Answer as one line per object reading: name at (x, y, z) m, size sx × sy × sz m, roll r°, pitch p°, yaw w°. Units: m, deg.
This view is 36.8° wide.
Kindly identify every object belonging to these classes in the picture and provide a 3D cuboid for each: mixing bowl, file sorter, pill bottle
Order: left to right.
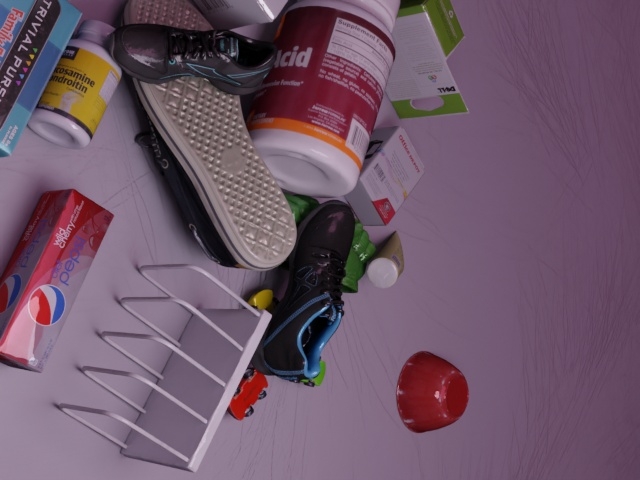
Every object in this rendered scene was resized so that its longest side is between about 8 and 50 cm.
pill bottle at (-0.364, -0.238, 1.456) m, size 0.103 × 0.103 × 0.184 m, roll 37°, pitch 64°, yaw -40°
file sorter at (-0.247, 0.190, 1.516) m, size 0.173 × 0.193 × 0.277 m, roll 44°, pitch 60°, yaw -33°
pill bottle at (0.008, -0.297, 1.755) m, size 0.224 × 0.224 × 0.392 m, roll 33°, pitch 66°, yaw -41°
mixing bowl at (0.260, 0.335, 2.105) m, size 0.181 × 0.098 × 0.181 m, roll 1°, pitch 88°, yaw -47°

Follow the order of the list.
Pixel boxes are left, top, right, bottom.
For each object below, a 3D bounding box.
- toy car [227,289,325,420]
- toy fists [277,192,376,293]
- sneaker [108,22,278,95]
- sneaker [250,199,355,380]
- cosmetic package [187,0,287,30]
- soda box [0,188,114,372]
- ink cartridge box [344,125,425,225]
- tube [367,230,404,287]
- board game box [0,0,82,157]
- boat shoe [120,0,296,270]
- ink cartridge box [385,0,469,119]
toy car at (-0.081, 0.226, 1.783) m, size 0.225 × 0.053 × 0.239 m, roll 25°, pitch 73°, yaw -44°
toy fists at (0.000, 0.000, 1.839) m, size 0.279 × 0.096 × 0.142 m, roll 24°, pitch 72°, yaw -42°
sneaker at (-0.190, -0.295, 1.481) m, size 0.267 × 0.106 × 0.101 m, roll 2°, pitch 74°, yaw -33°
sneaker at (0.002, 0.091, 1.704) m, size 0.125 × 0.140 × 0.340 m, roll 30°, pitch 76°, yaw -40°
cosmetic package at (-0.101, -0.542, 1.655) m, size 0.156 × 0.217 × 0.385 m, roll 51°, pitch 58°, yaw -32°
soda box at (-0.408, 0.056, 1.416) m, size 0.083 × 0.092 × 0.263 m, roll 36°, pitch 65°, yaw -39°
ink cartridge box at (0.126, -0.133, 1.985) m, size 0.175 × 0.072 × 0.127 m, roll -52°, pitch 124°, yaw -33°
tube at (0.144, 0.045, 1.967) m, size 0.070 × 0.062 × 0.240 m, roll -56°, pitch 175°, yaw 16°
board game box at (-0.521, -0.306, 1.311) m, size 0.336 × 0.079 × 0.253 m, roll 37°, pitch 64°, yaw -39°
boat shoe at (-0.205, -0.172, 1.592) m, size 0.187 × 0.156 × 0.500 m, roll -27°, pitch 94°, yaw -37°
ink cartridge box at (0.203, -0.383, 1.987) m, size 0.097 × 0.189 × 0.255 m, roll -52°, pitch 126°, yaw -35°
